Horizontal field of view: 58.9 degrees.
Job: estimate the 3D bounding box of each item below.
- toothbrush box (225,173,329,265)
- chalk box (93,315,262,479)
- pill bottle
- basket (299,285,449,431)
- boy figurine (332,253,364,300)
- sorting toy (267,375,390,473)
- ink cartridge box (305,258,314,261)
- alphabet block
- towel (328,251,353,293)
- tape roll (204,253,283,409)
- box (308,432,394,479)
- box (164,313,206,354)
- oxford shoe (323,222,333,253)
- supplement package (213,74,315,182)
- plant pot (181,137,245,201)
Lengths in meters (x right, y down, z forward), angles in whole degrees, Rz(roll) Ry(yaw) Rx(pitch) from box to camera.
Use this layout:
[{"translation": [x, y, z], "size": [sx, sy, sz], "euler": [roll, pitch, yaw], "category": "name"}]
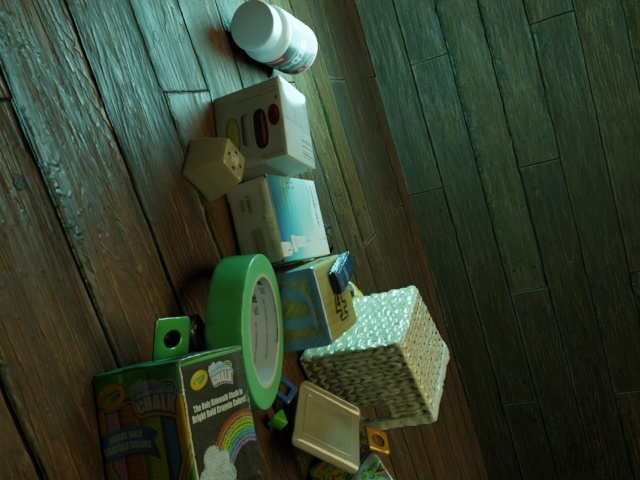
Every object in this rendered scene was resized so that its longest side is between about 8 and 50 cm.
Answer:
[{"translation": [-0.102, -0.046, 1.476], "size": [0.295, 0.126, 0.216], "euler": [-8, 84, -67], "category": "toothbrush box"}, {"translation": [-0.234, 0.272, 0.923], "size": [0.180, 0.179, 0.289], "euler": [7, 70, -65], "category": "chalk box"}, {"translation": [-0.133, -0.593, 1.666], "size": [0.283, 0.161, 0.161], "euler": [-12, 89, -67], "category": "pill bottle"}, {"translation": [0.162, 0.333, 1.628], "size": [0.266, 0.328, 0.331], "euler": [67, 26, -17], "category": "basket"}, {"translation": [0.111, 0.177, 1.849], "size": [0.285, 0.092, 0.177], "euler": [51, -2, -35], "category": "boy figurine"}, {"translation": [0.013, 0.458, 1.381], "size": [0.347, 0.047, 0.196], "euler": [30, 28, -10], "category": "sorting toy"}, {"translation": [-0.048, 0.031, 1.690], "size": [0.083, 0.028, 0.048], "euler": [51, 33, -46], "category": "ink cartridge box"}, {"translation": [-0.041, 0.158, 1.427], "size": [0.197, 0.192, 0.194], "euler": [-20, 98, -68], "category": "alphabet block"}, {"translation": [0.055, 0.080, 1.413], "size": [0.119, 0.029, 0.067], "euler": [-57, 130, -61], "category": "towel"}, {"translation": [-0.150, 0.190, 1.190], "size": [0.321, 0.077, 0.321], "euler": [-5, 90, -80], "category": "tape roll"}, {"translation": [0.147, 0.702, 1.420], "size": [0.290, 0.177, 0.279], "euler": [62, -8, -31], "category": "box"}, {"translation": [-0.248, 0.191, 1.079], "size": [0.052, 0.062, 0.083], "euler": [-66, 139, -57], "category": "box"}, {"translation": [0.000, 0.000, 1.720], "size": [0.227, 0.082, 0.096], "euler": [-57, 129, -80], "category": "oxford shoe"}, {"translation": [-0.141, -0.265, 1.418], "size": [0.149, 0.194, 0.203], "euler": [17, 61, -64], "category": "supplement package"}, {"translation": [-0.232, -0.168, 1.276], "size": [0.109, 0.096, 0.109], "euler": [51, 34, -46], "category": "plant pot"}]
